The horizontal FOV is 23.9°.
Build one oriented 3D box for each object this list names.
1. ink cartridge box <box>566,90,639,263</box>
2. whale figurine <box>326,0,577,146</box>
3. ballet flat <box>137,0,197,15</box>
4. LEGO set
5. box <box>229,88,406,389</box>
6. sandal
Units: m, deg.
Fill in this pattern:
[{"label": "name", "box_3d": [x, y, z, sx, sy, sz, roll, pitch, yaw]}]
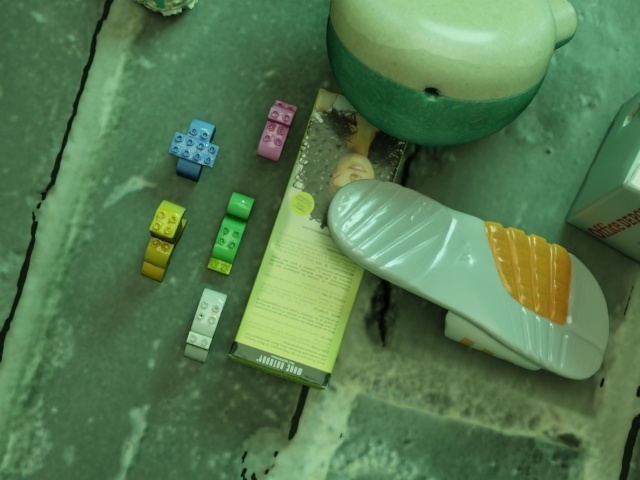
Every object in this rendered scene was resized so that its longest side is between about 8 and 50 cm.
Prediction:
[{"label": "ink cartridge box", "box_3d": [0.354, -0.009, 1.190, 0.278, 0.201, 0.117, 30, 82, 0]}, {"label": "whale figurine", "box_3d": [0.095, -0.181, 1.217, 0.216, 0.141, 0.272, 13, 41, -3]}, {"label": "ballet flat", "box_3d": [-0.125, -0.308, 1.256, 0.091, 0.077, 0.241, -3, 83, -4]}, {"label": "LEGO set", "box_3d": [-0.094, -0.023, 1.215, 0.087, 0.093, 0.227, 19, 82, -1]}, {"label": "box", "box_3d": [0.000, 0.000, 1.237, 0.087, 0.058, 0.232, 18, 83, -2]}, {"label": "sandal", "box_3d": [0.115, 0.030, 1.231, 0.265, 0.076, 0.102, 28, 65, -14]}]
